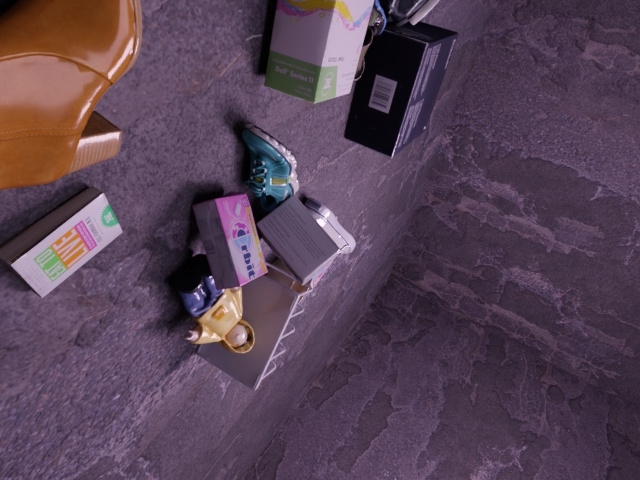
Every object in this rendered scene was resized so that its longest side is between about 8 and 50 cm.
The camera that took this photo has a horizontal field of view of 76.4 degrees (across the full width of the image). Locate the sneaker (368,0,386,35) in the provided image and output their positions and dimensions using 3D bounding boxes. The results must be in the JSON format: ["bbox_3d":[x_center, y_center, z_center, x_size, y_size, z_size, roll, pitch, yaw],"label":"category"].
[{"bbox_3d":[0.111,-0.564,1.005,0.078,0.067,0.188,-45,167,13],"label":"sneaker"}]

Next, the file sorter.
[{"bbox_3d":[-0.170,0.218,1.118,0.277,0.193,0.173,-65,165,7],"label":"file sorter"}]

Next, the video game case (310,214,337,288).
[{"bbox_3d":[0.005,0.052,1.615,0.204,0.025,0.285,-53,160,-27],"label":"video game case"}]

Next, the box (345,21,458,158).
[{"bbox_3d":[0.255,-0.488,1.291,0.312,0.179,0.342,-40,151,-47],"label":"box"}]

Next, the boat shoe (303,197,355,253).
[{"bbox_3d":[0.006,0.004,1.370,0.156,0.136,0.367,-55,155,-6],"label":"boat shoe"}]

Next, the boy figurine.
[{"bbox_3d":[-0.237,0.168,0.923,0.177,0.092,0.285,-50,140,-34],"label":"boy figurine"}]

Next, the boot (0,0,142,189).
[{"bbox_3d":[-0.291,-0.175,0.381,0.211,0.104,0.294,-37,153,-53],"label":"boot"}]

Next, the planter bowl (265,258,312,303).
[{"bbox_3d":[-0.106,0.123,1.279,0.162,0.109,0.162,-51,158,-31],"label":"planter bowl"}]

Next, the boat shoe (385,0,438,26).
[{"bbox_3d":[0.221,-0.627,1.042,0.116,0.099,0.319,-42,-159,22],"label":"boat shoe"}]

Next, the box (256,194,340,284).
[{"bbox_3d":[-0.057,0.007,1.039,0.119,0.181,0.181,-39,174,-10],"label":"box"}]

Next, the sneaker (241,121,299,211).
[{"bbox_3d":[-0.115,-0.149,0.901,0.110,0.107,0.275,-49,159,-14],"label":"sneaker"}]

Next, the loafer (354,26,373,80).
[{"bbox_3d":[0.076,-0.469,0.979,0.094,0.088,0.251,-61,162,-7],"label":"loafer"}]

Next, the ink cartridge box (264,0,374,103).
[{"bbox_3d":[0.020,-0.462,0.768,0.207,0.119,0.353,-46,156,-55],"label":"ink cartridge box"}]

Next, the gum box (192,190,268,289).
[{"bbox_3d":[-0.184,-0.005,0.836,0.107,0.062,0.188,-27,104,-63],"label":"gum box"}]

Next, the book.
[{"bbox_3d":[-0.356,0.002,0.572,0.144,0.035,0.096,-52,163,-32],"label":"book"}]
